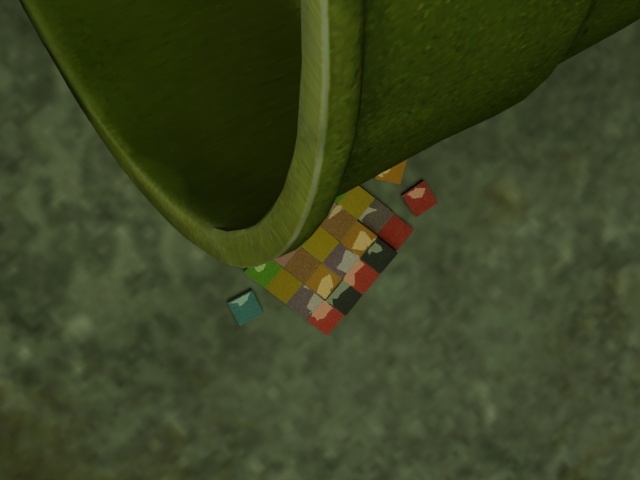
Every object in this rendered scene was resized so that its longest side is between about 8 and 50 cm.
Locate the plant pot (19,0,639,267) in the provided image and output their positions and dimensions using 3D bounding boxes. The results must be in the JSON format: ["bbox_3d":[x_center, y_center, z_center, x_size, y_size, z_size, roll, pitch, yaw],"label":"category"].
[{"bbox_3d":[0.071,-0.230,0.477,0.353,0.366,0.366,-23,109,-15],"label":"plant pot"}]

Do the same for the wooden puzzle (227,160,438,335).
[{"bbox_3d":[0.000,0.000,0.682,0.049,0.006,0.083,38,96,-18],"label":"wooden puzzle"}]
